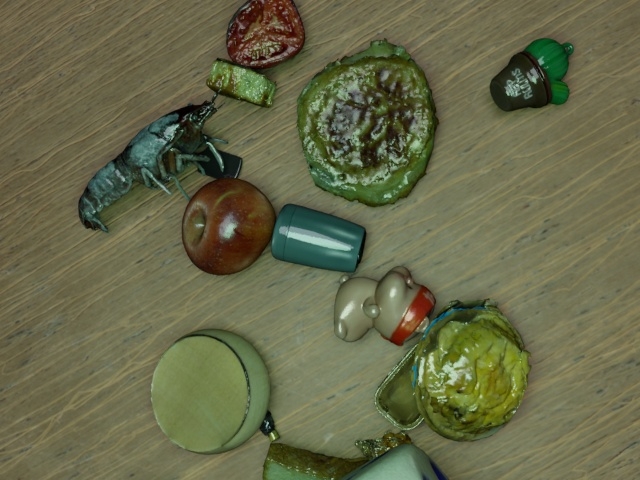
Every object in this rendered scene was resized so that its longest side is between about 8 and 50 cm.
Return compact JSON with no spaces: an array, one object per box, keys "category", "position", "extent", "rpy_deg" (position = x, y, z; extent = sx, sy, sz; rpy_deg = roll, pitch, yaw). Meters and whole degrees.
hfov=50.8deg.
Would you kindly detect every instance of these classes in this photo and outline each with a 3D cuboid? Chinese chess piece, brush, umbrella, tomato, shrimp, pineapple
[{"category":"Chinese chess piece","position":[-0.224,0.303,1.362],"extent":[0.250,0.103,0.250],"rpy_deg":[-4,80,21]},{"category":"brush","position":[-0.266,-0.182,1.493],"extent":[0.193,0.016,0.063],"rpy_deg":[20,85,9]},{"category":"umbrella","position":[-0.128,0.350,1.396],"extent":[0.040,0.037,0.144],"rpy_deg":[-27,77,-10]},{"category":"tomato","position":[-0.122,-0.447,1.473],"extent":[0.174,0.082,0.166],"rpy_deg":[-23,81,2]},{"category":"shrimp","position":[-0.353,-0.160,1.424],"extent":[0.410,0.166,0.221],"rpy_deg":[-29,52,3]},{"category":"pineapple","position":[0.123,0.426,1.347],"extent":[0.114,0.077,0.114],"rpy_deg":[19,51,20]}]

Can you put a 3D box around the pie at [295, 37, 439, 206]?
[{"category":"pie","position":[0.100,-0.247,1.409],"extent":[0.288,0.103,0.355],"rpy_deg":[-9,84,13]}]

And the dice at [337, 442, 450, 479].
[{"category":"dice","position":[0.119,0.515,1.063],"extent":[0.277,0.304,0.304],"rpy_deg":[-34,76,6]}]

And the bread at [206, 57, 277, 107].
[{"category":"bread","position":[-0.164,-0.333,1.437],"extent":[0.128,0.140,0.069],"rpy_deg":[19,94,15]}]

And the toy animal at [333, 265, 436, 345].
[{"category":"toy animal","position":[0.128,0.132,1.330],"extent":[0.197,0.171,0.171],"rpy_deg":[-2,83,10]}]

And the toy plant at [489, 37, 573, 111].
[{"category":"toy plant","position":[0.447,-0.334,1.374],"extent":[0.200,0.105,0.143],"rpy_deg":[-29,88,-8]}]

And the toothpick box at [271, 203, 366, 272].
[{"category":"toothpick box","position":[0.000,0.000,1.383],"extent":[0.184,0.120,0.120],"rpy_deg":[14,85,6]}]

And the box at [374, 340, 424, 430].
[{"category":"box","position":[0.190,0.284,1.327],"extent":[0.111,0.111,0.177],"rpy_deg":[40,90,11]}]

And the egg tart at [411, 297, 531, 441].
[{"category":"egg tart","position":[0.300,0.247,1.259],"extent":[0.291,0.107,0.291],"rpy_deg":[-3,96,-28]}]

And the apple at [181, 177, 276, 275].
[{"category":"apple","position":[-0.185,-0.028,1.382],"extent":[0.201,0.162,0.201],"rpy_deg":[-8,79,48]}]

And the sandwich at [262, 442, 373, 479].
[{"category":"sandwich","position":[-0.008,0.492,1.314],"extent":[0.214,0.065,0.186],"rpy_deg":[9,111,8]}]
